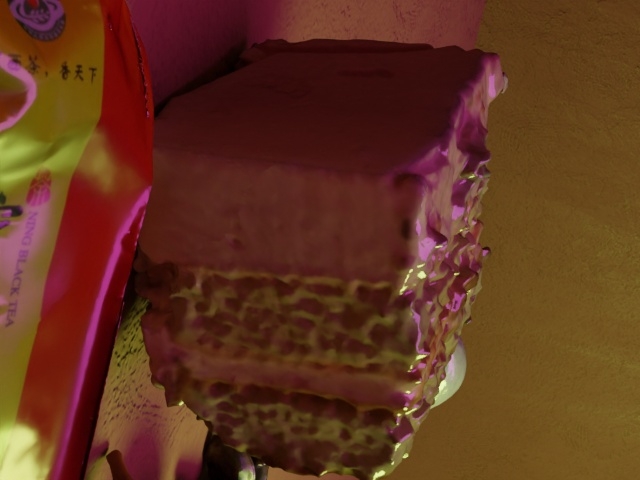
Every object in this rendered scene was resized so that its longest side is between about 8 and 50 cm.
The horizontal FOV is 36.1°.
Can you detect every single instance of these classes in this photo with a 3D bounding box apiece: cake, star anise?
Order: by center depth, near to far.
[{"bbox_3d":[0.000,0.000,0.903,0.314,0.293,0.307,-61,157,-55],"label":"cake"},{"bbox_3d":[-0.118,0.357,1.249,0.288,0.088,0.288,1,90,-80],"label":"star anise"}]

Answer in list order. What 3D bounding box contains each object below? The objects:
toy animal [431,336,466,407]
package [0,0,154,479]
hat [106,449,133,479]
[{"bbox_3d":[0.050,0.145,1.354,0.249,0.289,0.174,138,-29,-76],"label":"toy animal"},{"bbox_3d":[-0.186,0.025,0.436,0.196,0.123,0.424,-1,107,-61],"label":"package"},{"bbox_3d":[-0.186,0.277,0.840,0.233,0.244,0.233,-49,-145,32],"label":"hat"}]
